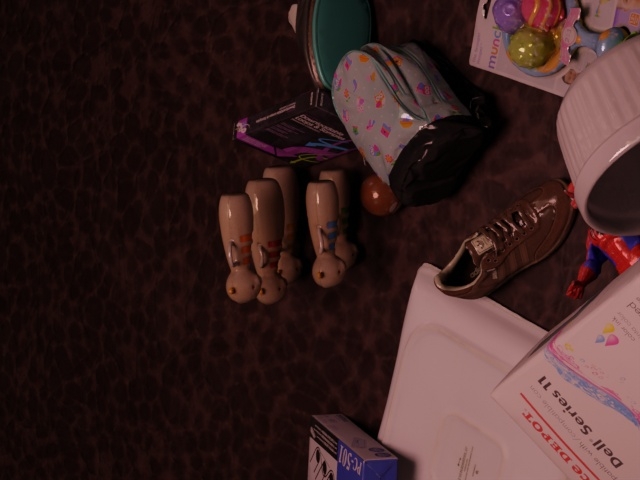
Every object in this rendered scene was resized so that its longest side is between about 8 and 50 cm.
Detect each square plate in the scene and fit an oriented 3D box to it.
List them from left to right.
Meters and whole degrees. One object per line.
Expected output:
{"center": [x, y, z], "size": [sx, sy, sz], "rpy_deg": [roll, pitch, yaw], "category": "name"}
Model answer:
{"center": [0.181, 0.247, 1.701], "size": [0.344, 0.049, 0.347], "rpy_deg": [31, 117, 43], "category": "square plate"}

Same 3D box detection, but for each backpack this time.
{"center": [0.095, -0.146, 1.707], "size": [0.152, 0.115, 0.182], "rpy_deg": [-55, 53, 40], "category": "backpack"}

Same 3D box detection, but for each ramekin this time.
{"center": [0.319, -0.106, 1.399], "size": [0.207, 0.207, 0.109], "rpy_deg": [-48, 51, 40], "category": "ramekin"}

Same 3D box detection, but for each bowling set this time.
{"center": [0.000, 0.000, 1.791], "size": [0.199, 0.287, 0.154], "rpy_deg": [-1, 101, 15], "category": "bowling set"}

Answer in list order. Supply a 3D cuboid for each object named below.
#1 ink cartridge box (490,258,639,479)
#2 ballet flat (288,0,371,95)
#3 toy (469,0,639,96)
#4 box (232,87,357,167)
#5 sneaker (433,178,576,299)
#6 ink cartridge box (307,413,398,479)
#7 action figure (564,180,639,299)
{"center": [0.303, 0.146, 1.390], "size": [0.207, 0.119, 0.353], "rpy_deg": [47, 144, 5], "category": "ink cartridge box"}
{"center": [0.011, -0.305, 1.812], "size": [0.096, 0.095, 0.281], "rpy_deg": [-4, 81, 58], "category": "ballet flat"}
{"center": [0.236, -0.224, 1.583], "size": [0.237, 0.056, 0.137], "rpy_deg": [26, 112, 44], "category": "toy"}
{"center": [-0.012, -0.134, 1.826], "size": [0.162, 0.116, 0.029], "rpy_deg": [-19, 59, 48], "category": "box"}
{"center": [0.199, 0.005, 1.631], "size": [0.188, 0.071, 0.066], "rpy_deg": [-49, 60, 34], "category": "sneaker"}
{"center": [0.036, 0.280, 1.811], "size": [0.207, 0.046, 0.097], "rpy_deg": [-154, 65, -70], "category": "ink cartridge box"}
{"center": [0.305, 0.045, 1.481], "size": [0.091, 0.139, 0.280], "rpy_deg": [-54, 54, 36], "category": "action figure"}
